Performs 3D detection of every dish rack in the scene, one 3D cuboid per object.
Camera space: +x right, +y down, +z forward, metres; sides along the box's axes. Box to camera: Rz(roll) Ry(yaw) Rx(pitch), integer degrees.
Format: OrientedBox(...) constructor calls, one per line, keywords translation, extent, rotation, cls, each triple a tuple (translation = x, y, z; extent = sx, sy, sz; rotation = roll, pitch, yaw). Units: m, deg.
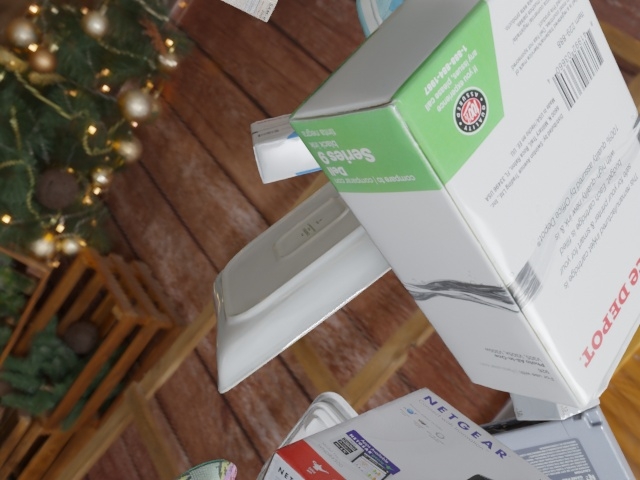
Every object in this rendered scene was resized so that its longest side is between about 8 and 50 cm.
OrientedBox(translation=(0.004, 0.525, 1.627), extent=(0.285, 0.333, 0.072), rotation=(46, 24, 26), cls="dish rack")

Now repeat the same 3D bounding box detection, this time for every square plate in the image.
OrientedBox(translation=(0.000, 0.000, 0.905), extent=(0.049, 0.344, 0.347), rotation=(52, 1, -15), cls="square plate")

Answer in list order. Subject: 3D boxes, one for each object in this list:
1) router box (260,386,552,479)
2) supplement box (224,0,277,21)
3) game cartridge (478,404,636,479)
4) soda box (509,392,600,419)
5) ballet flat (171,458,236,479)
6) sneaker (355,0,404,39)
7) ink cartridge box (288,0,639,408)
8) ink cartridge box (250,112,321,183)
OrientedBox(translation=(0.147, 0.310, 0.789), extent=(0.335, 0.082, 0.301), rotation=(34, 23, 30), cls="router box")
OrientedBox(translation=(-0.099, -0.326, 0.951), extent=(0.098, 0.036, 0.062), rotation=(23, 54, -14), cls="supplement box")
OrientedBox(translation=(0.384, 0.402, 1.340), extent=(0.198, 0.297, 0.062), rotation=(59, 30, -16), cls="game cartridge")
OrientedBox(translation=(0.250, 0.096, 0.884), extent=(0.069, 0.074, 0.216), rotation=(-12, 85, -31), cls="soda box")
OrientedBox(translation=(-0.213, 0.383, 1.075), extent=(0.221, 0.077, 0.079), rotation=(-13, 24, -24), cls="ballet flat")
OrientedBox(translation=(0.184, -0.274, 1.051), extent=(0.127, 0.208, 0.319), rotation=(-6, 70, -50), cls="sneaker")
OrientedBox(translation=(0.145, -0.046, 0.584), extent=(0.121, 0.211, 0.289), rotation=(2, -46, 53), cls="ink cartridge box")
OrientedBox(translation=(-0.058, -0.187, 1.465), extent=(0.191, 0.139, 0.082), rotation=(-108, -175, -70), cls="ink cartridge box")
